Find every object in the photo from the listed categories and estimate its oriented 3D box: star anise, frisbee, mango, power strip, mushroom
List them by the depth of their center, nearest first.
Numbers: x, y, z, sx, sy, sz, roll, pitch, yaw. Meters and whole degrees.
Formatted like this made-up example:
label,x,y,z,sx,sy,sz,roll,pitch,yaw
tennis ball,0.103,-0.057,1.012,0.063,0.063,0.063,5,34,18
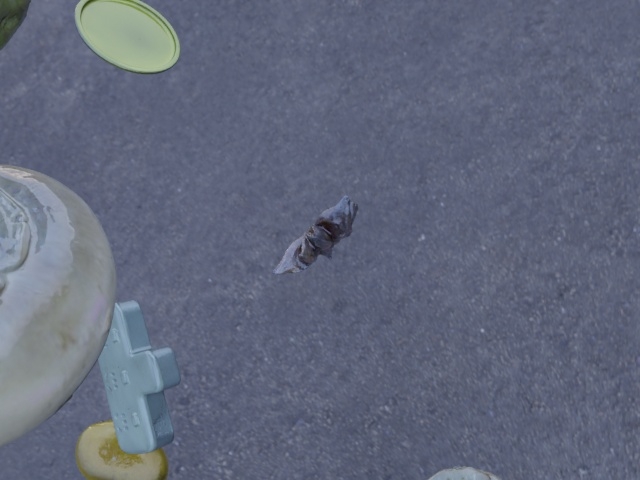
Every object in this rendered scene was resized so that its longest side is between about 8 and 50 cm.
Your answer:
label,x,y,z,sx,sy,sz,roll,pitch,yaw
mushroom,-0.346,0.031,0.650,0.314,0.336,0.314,0,61,0
star anise,0.000,0.000,1.258,0.195,0.182,0.065,-37,85,-11
power strip,-0.313,0.230,1.288,0.193,0.059,0.265,-21,83,46
mango,-0.392,0.435,1.489,0.195,0.098,0.137,32,63,6
frisbee,-0.414,-0.447,1.617,0.017,0.236,0.236,-48,39,43

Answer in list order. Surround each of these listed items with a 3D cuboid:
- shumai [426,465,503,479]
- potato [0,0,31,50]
label,x,y,z,sx,sy,sz,roll,pitch,yaw
shumai,0.249,0.488,1.277,0.201,0.120,0.201,-3,73,8
potato,-0.370,-0.263,0.674,0.298,0.141,0.176,35,89,30
